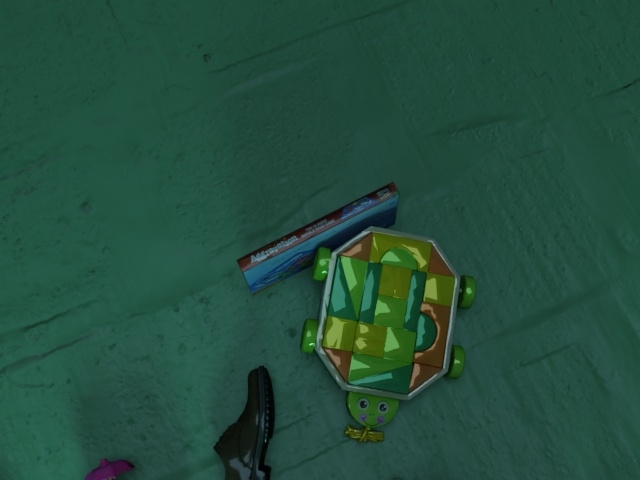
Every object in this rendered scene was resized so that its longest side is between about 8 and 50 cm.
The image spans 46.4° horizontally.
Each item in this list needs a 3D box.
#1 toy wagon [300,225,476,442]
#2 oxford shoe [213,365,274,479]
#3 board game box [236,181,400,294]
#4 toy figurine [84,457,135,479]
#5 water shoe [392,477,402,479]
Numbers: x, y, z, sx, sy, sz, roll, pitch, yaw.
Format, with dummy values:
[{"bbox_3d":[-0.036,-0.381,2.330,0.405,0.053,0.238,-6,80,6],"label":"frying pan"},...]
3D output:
[{"bbox_3d":[0.105,0.157,1.208,0.267,0.068,0.344,11,81,-6],"label":"toy wagon"},{"bbox_3d":[-0.123,0.310,1.185,0.096,0.083,0.227,4,72,7],"label":"oxford shoe"},{"bbox_3d":[0.000,0.000,1.244,0.281,0.145,0.027,-27,71,-7],"label":"board game box"},{"bbox_3d":[-0.305,0.418,1.157,0.159,0.130,0.173,33,101,24],"label":"toy figurine"},{"bbox_3d":[0.084,0.462,1.137,0.080,0.073,0.203,9,72,8],"label":"water shoe"}]
